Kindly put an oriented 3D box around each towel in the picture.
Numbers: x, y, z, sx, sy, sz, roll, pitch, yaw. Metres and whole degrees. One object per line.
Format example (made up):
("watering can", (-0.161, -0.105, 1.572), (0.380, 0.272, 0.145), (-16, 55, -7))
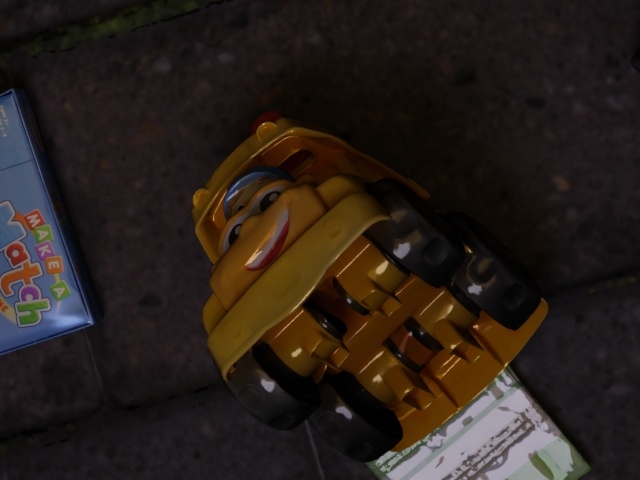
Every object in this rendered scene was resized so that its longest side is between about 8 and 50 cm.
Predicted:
("towel", (0.084, 0.121, 1.181), (0.113, 0.023, 0.152), (-39, 91, 10))

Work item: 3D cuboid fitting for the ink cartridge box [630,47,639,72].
("ink cartridge box", (0.370, -0.042, 1.005), (0.384, 0.279, 0.160), (37, 98, 3))

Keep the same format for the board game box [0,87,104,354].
("board game box", (-0.266, 0.011, 1.201), (0.211, 0.039, 0.160), (-18, 92, 8))

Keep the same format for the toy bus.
("toy bus", (0.000, 0.000, 1.086), (0.149, 0.220, 0.211), (-44, 58, 13))
